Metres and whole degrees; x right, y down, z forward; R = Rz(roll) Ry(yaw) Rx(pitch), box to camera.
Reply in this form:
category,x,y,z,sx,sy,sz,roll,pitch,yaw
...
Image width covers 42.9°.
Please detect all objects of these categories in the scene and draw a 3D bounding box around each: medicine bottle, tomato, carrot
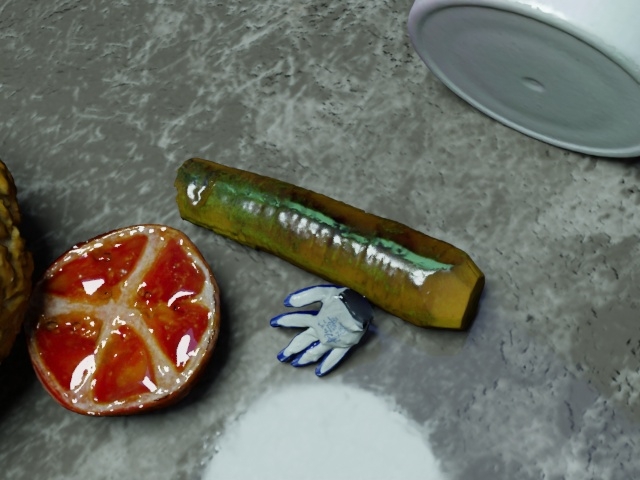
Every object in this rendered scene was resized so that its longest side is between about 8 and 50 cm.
category,x,y,z,sx,sy,sz,roll,pitch,yaw
medicine bottle,0.229,-0.251,0.605,0.256,0.256,0.325,28,82,18
tomato,-0.143,0.069,0.629,0.155,0.069,0.155,-4,64,8
carrot,0.000,0.000,0.640,0.260,0.070,0.070,21,72,17

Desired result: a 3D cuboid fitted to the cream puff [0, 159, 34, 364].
category,x,y,z,sx,sy,sz,roll,pitch,yaw
cream puff,-0.335,0.039,0.579,0.303,0.212,0.303,-24,31,16

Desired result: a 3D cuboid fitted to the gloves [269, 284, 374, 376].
category,x,y,z,sx,sy,sz,roll,pitch,yaw
gloves,-0.002,0.064,0.615,0.064,0.026,0.086,46,119,4
